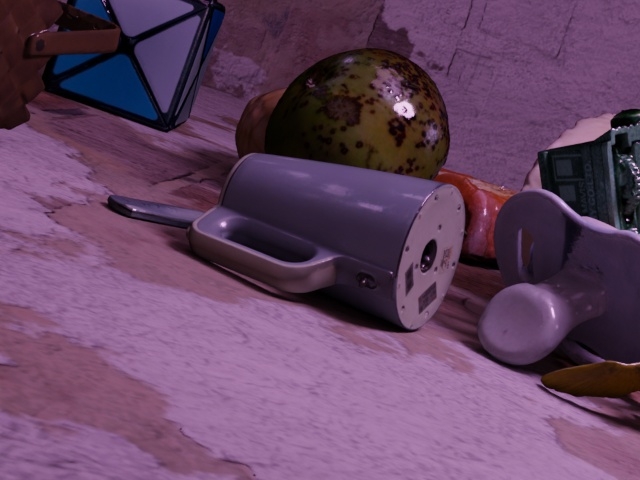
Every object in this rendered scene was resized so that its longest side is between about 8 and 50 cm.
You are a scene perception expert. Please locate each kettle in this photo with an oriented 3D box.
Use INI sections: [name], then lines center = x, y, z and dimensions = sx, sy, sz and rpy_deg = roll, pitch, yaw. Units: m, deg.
[kettle]
center = 0.000, 0.000, 1.558
dimensions = 0.243, 0.160, 0.210
rpy_deg = 16, 34, 25

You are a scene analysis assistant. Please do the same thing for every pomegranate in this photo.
[pomegranate]
center = 0.089, -0.112, 2.135
dimensions = 0.340, 0.285, 0.285
rpy_deg = 50, -1, -19

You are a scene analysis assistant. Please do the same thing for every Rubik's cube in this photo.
[Rubik's cube]
center = -0.327, -0.352, 2.611
dimensions = 0.248, 0.246, 0.250
rpy_deg = 19, 8, -1

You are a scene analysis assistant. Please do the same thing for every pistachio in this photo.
[pistachio]
center = -0.040, -0.162, 2.363
dimensions = 0.181, 0.162, 0.293
rpy_deg = 49, 15, 13

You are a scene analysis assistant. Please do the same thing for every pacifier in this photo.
[pacifier]
center = 0.265, 0.079, 1.591
dimensions = 0.207, 0.227, 0.279
rpy_deg = -28, 40, -32

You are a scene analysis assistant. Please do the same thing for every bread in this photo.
[bread]
center = 0.248, -0.036, 2.338
dimensions = 0.190, 0.123, 0.244
rpy_deg = 24, 8, 34

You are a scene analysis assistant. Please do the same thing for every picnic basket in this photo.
[picnic basket]
center = -0.431, -0.291, 1.823
dimensions = 0.254, 0.291, 0.321
rpy_deg = 24, 18, 26

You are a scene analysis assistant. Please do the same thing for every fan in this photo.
[fan]
center = -0.120, -0.017, 1.710
dimensions = 0.282, 0.023, 0.057
rpy_deg = 12, 10, -35

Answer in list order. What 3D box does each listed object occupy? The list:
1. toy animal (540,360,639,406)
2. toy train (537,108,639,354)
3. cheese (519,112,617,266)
[toy animal]
center = 0.339, 0.123, 1.470
dimensions = 0.219, 0.155, 0.095
rpy_deg = 15, 16, 22
[toy train]
center = 0.365, 0.008, 1.737
dimensions = 0.139, 0.330, 0.178
rpy_deg = -12, 8, -28
[cheese]
center = 0.398, -0.012, 1.993
dimensions = 0.153, 0.292, 0.332
rpy_deg = 26, 22, 38
